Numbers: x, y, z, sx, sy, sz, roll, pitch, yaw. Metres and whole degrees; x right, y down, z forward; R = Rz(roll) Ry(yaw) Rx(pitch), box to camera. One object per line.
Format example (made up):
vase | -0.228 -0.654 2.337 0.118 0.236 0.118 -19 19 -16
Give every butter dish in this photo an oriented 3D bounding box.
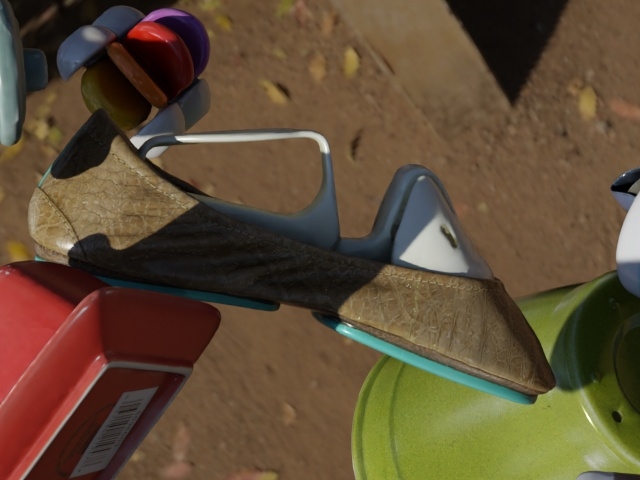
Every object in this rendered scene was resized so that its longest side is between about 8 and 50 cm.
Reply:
butter dish | -0.152 0.066 0.747 0.118 0.160 0.160 38 96 20

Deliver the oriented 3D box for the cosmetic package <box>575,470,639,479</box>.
cosmetic package | 0.148 0.194 0.470 0.151 0.184 0.151 3 26 10

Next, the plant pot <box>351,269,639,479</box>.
plant pot | 0.277 0.203 1.652 0.353 0.366 0.366 -41 38 54

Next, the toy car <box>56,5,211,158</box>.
toy car | -0.182 -0.192 1.612 0.136 0.159 0.182 -40 7 29

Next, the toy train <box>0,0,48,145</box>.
toy train | -0.224 -0.180 0.780 0.142 0.334 0.190 -5 12 -15

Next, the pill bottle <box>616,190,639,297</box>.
pill bottle | 0.420 0.032 1.382 0.264 0.146 0.146 27 78 35

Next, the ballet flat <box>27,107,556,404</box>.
ballet flat | 0.000 0.000 0.894 0.342 0.116 0.124 17 94 -10

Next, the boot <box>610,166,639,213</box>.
boot | 0.371 -0.024 1.611 0.082 0.219 0.106 -43 92 1
